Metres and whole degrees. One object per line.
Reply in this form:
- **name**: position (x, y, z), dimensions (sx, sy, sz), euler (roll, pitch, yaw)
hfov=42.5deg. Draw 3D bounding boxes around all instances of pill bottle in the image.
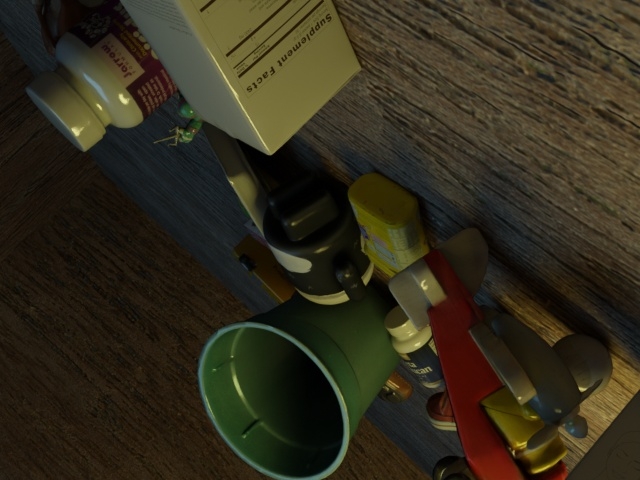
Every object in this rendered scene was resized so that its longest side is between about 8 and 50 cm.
- **pill bottle**: position (0.200, 0.208, 1.649), dimensions (0.169, 0.094, 0.094), euler (52, 165, -25)
- **pill bottle**: position (-0.287, -0.278, 1.241), dimensions (0.169, 0.301, 0.169), euler (42, 166, 13)

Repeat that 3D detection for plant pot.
- **plant pot**: position (-0.011, 0.247, 1.664), dimensions (0.341, 0.334, 0.341), euler (14, 119, 28)

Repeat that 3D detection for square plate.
- **square plate**: position (-0.138, -0.111, 1.652), dimensions (0.347, 0.049, 0.344), euler (59, -179, -43)

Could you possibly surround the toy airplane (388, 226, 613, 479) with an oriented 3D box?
- **toy airplane**: position (0.253, 0.165, 1.126), dimensions (0.386, 0.272, 0.384), euler (-94, -12, -50)

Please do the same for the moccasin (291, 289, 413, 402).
- **moccasin**: position (0.091, 0.232, 1.977), dimensions (0.380, 0.147, 0.139), euler (44, 159, 33)

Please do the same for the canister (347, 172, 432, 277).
- **canister**: position (0.113, -0.017, 1.301), dimensions (0.126, 0.073, 0.170), euler (36, 162, 34)

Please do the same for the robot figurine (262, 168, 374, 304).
- **robot figurine**: position (0.001, -0.002, 1.483), dimensions (0.173, 0.209, 0.278), euler (-1, 145, 19)

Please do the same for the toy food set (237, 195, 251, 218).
- **toy food set**: position (-0.157, -0.077, 2.004), dimensions (0.192, 0.038, 0.132), euler (26, 156, 54)

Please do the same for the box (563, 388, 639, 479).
- **box**: position (0.387, 0.335, 0.919), dimensions (0.215, 0.345, 0.168), euler (35, 164, 37)

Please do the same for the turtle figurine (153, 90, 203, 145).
- **turtle figurine**: position (-0.237, -0.255, 1.432), dimensions (0.234, 0.118, 0.175), euler (-89, -14, -56)

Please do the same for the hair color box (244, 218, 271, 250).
- **hair color box**: position (-0.084, -0.018, 1.844), dimensions (0.167, 0.093, 0.053), euler (34, 162, 42)

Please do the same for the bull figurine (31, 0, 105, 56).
- **bull figurine**: position (-0.373, -0.380, 1.387), dimensions (0.310, 0.101, 0.189), euler (-50, -55, -70)

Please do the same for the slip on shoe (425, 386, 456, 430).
- **slip on shoe**: position (0.285, 0.313, 1.605), dimensions (0.331, 0.123, 0.101), euler (140, 112, -78)

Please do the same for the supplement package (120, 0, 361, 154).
- **supplement package**: position (-0.110, -0.280, 0.976), dimensions (0.177, 0.175, 0.293), euler (31, 160, 42)

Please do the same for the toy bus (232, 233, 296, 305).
- **toy bus**: position (-0.090, 0.117, 2.233), dimensions (0.332, 0.108, 0.130), euler (45, 168, 2)
